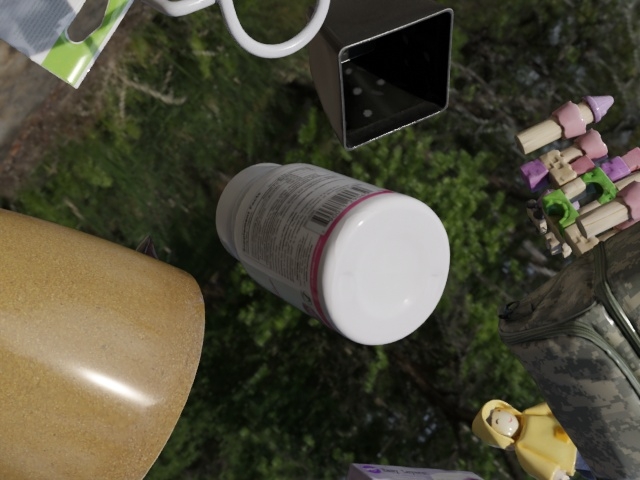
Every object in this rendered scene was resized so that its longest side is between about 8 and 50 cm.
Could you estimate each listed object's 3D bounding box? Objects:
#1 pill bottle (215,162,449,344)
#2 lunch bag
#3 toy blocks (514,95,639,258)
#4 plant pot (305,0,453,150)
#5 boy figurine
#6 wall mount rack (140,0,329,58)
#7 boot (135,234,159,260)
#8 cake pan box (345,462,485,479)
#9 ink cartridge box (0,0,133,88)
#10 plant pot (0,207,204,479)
[{"bbox_3d":[0.000,0.000,0.974,0.160,0.160,0.283,-51,-146,-10],"label":"pill bottle"},{"bbox_3d":[0.403,0.159,1.093,0.256,0.305,0.212,-32,-170,26],"label":"lunch bag"},{"bbox_3d":[0.548,-0.092,1.592,0.260,0.288,0.309,-26,143,1],"label":"toy blocks"},{"bbox_3d":[0.074,-0.281,1.298,0.187,0.167,0.188,-24,139,-16],"label":"plant pot"},{"bbox_3d":[0.408,0.340,1.487,0.092,0.285,0.177,79,32,-48],"label":"boy figurine"},{"bbox_3d":[-0.047,-0.357,0.757,0.304,0.130,0.350,-29,131,-21],"label":"wall mount rack"},{"bbox_3d":[-0.237,0.053,1.333,0.037,0.114,0.106,-40,-149,25],"label":"boot"},{"bbox_3d":[0.193,0.413,1.268,0.246,0.267,0.070,17,-86,61],"label":"cake pan box"},{"bbox_3d":[-0.387,-0.333,1.101,0.188,0.255,0.097,-61,-159,-12],"label":"ink cartridge box"},{"bbox_3d":[-0.261,0.070,0.650,0.237,0.254,0.237,-33,-140,32],"label":"plant pot"}]
